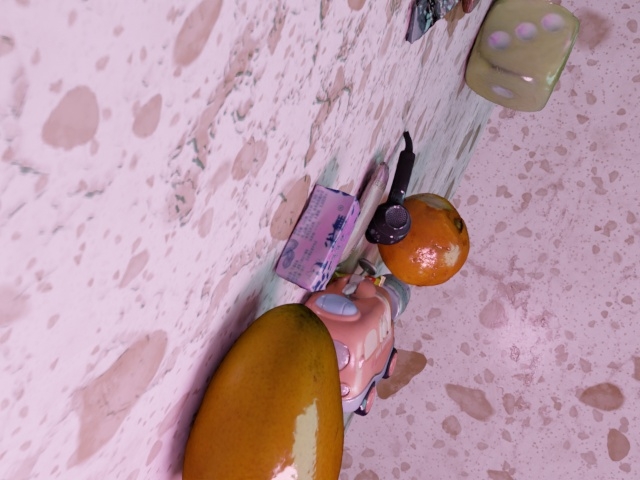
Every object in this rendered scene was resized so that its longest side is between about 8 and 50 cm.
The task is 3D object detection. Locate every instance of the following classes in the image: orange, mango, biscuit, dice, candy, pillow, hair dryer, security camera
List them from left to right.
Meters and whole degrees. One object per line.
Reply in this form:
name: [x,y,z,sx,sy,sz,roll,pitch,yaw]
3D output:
mango: [-0.073,0.276,0.926,0.264,0.221,0.377,-14,117,-67]
candy: [0.000,0.000,0.998,0.160,0.073,0.092,-64,168,-4]
biscuit: [0.080,0.094,1.466,0.292,0.026,0.048,11,101,-62]
security camera: [0.091,0.094,1.567,0.092,0.058,0.058,-47,160,-22]
pillow: [0.083,-0.051,1.284,0.232,0.038,0.131,-64,171,1]
hair dryer: [0.171,-0.114,1.413,0.235,0.091,0.271,129,-19,-80]
orange: [0.260,0.000,1.617,0.240,0.240,0.240,-58,165,-26]
dice: [0.573,-0.531,1.825,0.249,0.252,0.254,-65,167,-2]

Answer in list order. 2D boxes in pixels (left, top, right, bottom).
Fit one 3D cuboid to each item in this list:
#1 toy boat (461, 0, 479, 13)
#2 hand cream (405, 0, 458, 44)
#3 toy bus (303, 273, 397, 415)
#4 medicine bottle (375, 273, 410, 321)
toy boat: [0.315,-0.524,1.307,0.049,0.047,0.149,-62,167,-12]
hand cream: [0.214,-0.442,1.108,0.248,0.052,0.075,-52,139,-25]
toy bus: [0.046,0.191,1.269,0.288,0.194,0.232,-37,140,-58]
medicine bottle: [0.188,0.171,1.864,0.135,0.135,0.168,-68,166,13]
